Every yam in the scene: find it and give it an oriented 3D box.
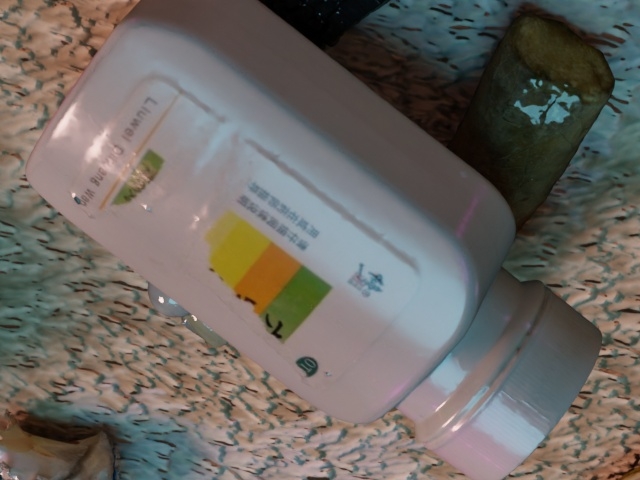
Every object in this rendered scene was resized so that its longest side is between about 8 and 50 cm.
[{"bbox_3d":[0.076,-0.001,0.992,0.066,0.066,0.299,18,134,-11],"label":"yam"}]

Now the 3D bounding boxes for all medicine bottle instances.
[{"bbox_3d":[0.000,0.000,0.913,0.296,0.111,0.161,38,133,-6],"label":"medicine bottle"}]

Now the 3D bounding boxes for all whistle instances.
[{"bbox_3d":[-0.069,0.043,1.074,0.035,0.035,0.100,-32,125,33],"label":"whistle"}]

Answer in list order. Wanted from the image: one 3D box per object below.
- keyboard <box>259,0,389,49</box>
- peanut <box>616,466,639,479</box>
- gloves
[{"bbox_3d":[-0.054,-0.178,0.859,0.072,0.023,0.231,-31,124,29],"label":"keyboard"},{"bbox_3d":[0.250,0.162,1.116,0.087,0.087,0.206,28,132,-20],"label":"peanut"},{"bbox_3d":[-0.194,0.191,1.211,0.114,0.070,0.153,10,137,-3],"label":"gloves"}]
